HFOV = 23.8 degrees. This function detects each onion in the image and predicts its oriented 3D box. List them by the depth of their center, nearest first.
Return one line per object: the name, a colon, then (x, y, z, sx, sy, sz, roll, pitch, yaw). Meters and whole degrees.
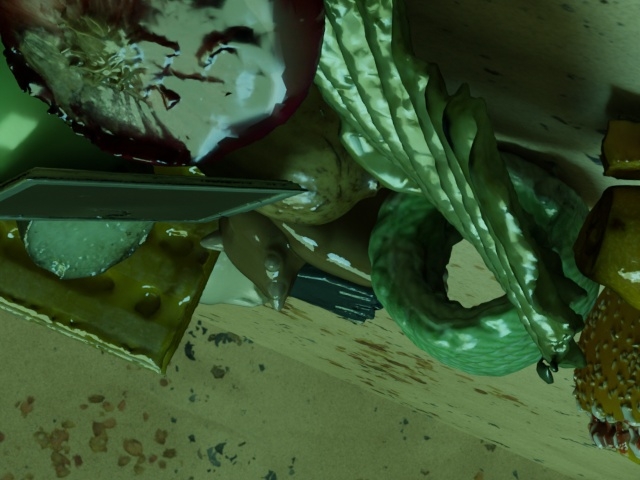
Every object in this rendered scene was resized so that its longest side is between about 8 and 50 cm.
onion: (-0.111, -0.198, 1.150, 0.272, 0.195, 0.272, 13, 130, 16)

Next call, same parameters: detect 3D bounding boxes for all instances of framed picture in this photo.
framed picture: (-0.180, -0.039, 1.406, 0.273, 0.016, 0.216, 1, 171, -32)

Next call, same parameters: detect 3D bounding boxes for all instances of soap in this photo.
soap: (-0.275, -0.028, 1.833, 0.335, 0.293, 0.156, 21, 171, 0)

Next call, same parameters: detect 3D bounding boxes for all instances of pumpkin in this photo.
pumpkin: (0.269, -0.078, 1.241, 0.083, 0.054, 0.074, -1, 169, 4)

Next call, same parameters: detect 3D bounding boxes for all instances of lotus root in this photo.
lotus root: (-0.040, -0.092, 1.507, 0.257, 0.140, 0.154, 21, 161, 15)

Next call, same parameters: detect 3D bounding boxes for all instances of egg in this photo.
egg: (-0.261, -0.157, 1.397, 0.270, 0.220, 0.220, -3, 154, 41)

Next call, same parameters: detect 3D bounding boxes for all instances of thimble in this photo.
thimble: (0.166, 0.020, 1.493, 0.219, 0.219, 0.150, 15, 168, 28)

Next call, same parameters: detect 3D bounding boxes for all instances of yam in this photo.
yam: (-0.262, -0.103, 1.595, 0.161, 0.268, 0.161, -12, 143, -9)

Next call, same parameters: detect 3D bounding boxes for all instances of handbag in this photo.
handbag: (0.014, 0.063, 2.265, 0.179, 0.062, 0.229, 21, 168, 2)

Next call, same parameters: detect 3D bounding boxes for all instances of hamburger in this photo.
hamburger: (0.373, 0.123, 1.546, 0.151, 0.227, 0.295, 3, 174, -20)

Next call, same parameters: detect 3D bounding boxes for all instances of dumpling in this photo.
dumpling: (-0.167, -0.007, 2.110, 0.258, 0.147, 0.193, 26, -148, -24)

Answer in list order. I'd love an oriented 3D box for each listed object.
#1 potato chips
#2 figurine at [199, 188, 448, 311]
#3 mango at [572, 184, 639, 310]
potato chips: (0.109, -0.054, 1.235, 0.373, 0.097, 0.389, 51, 178, 35)
figurine: (-0.003, -0.005, 1.671, 0.247, 0.177, 0.173, 14, 144, -17)
mango: (0.381, 0.022, 1.235, 0.359, 0.144, 0.187, 7, 162, 32)
